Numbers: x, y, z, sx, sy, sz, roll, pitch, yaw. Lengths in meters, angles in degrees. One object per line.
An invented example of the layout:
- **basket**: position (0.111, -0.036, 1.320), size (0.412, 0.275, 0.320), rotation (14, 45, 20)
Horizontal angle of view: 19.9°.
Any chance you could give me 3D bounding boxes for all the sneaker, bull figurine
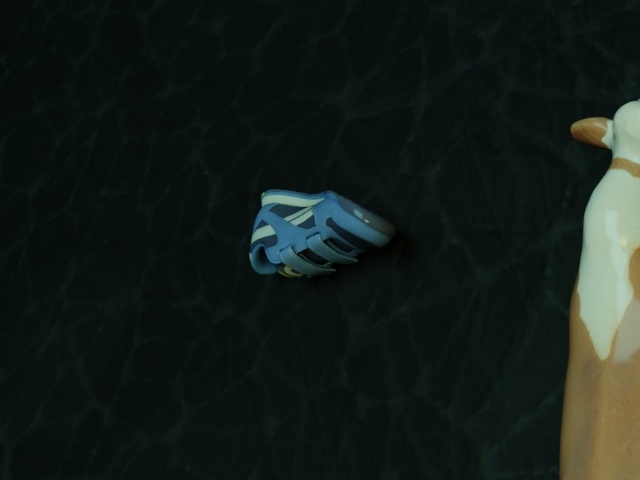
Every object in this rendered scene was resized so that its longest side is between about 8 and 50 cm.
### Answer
- **sneaker**: position (0.000, 0.000, 1.257), size (0.144, 0.053, 0.059), rotation (0, 62, 58)
- **bull figurine**: position (0.180, 0.078, 0.879), size (0.101, 0.188, 0.310), rotation (-11, 55, 43)
